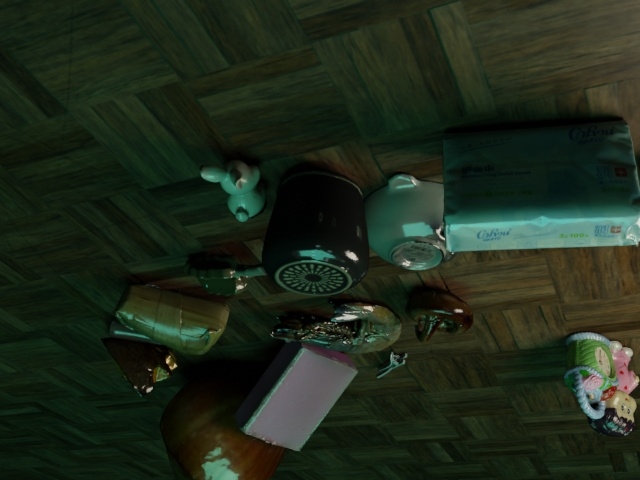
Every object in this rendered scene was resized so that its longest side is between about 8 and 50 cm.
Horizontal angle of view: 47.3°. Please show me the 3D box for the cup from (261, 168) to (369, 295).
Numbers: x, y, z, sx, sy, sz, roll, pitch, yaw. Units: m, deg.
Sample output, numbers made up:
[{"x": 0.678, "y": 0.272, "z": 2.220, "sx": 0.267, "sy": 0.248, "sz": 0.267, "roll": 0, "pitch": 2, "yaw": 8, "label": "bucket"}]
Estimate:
[{"x": 0.000, "y": 0.000, "z": 1.194, "sx": 0.169, "sy": 0.176, "sz": 0.223, "roll": -7, "pitch": 149, "yaw": 13, "label": "cup"}]

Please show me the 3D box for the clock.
[{"x": 0.607, "y": 0.316, "z": 1.583, "sx": 0.194, "sy": 0.195, "sz": 0.100, "roll": 25, "pitch": 145, "yaw": -31, "label": "clock"}]

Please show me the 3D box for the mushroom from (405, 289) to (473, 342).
[{"x": 0.235, "y": 0.152, "z": 1.486, "sx": 0.135, "sy": 0.080, "sz": 0.170, "roll": 26, "pitch": 144, "yaw": -9, "label": "mushroom"}]

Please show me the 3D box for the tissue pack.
[{"x": 0.305, "y": -0.078, "z": 1.033, "sx": 0.263, "sy": 0.177, "sz": 0.089, "roll": -1, "pitch": 147, "yaw": 10, "label": "tissue pack"}]

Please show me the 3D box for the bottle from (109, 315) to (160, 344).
[{"x": -0.409, "y": 0.206, "z": 1.673, "sx": 0.140, "sy": 0.053, "sz": 0.053, "roll": 10, "pitch": 147, "yaw": -8, "label": "bottle"}]

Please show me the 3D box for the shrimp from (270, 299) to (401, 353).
[{"x": 0.047, "y": 0.184, "z": 1.570, "sx": 0.289, "sy": 0.075, "sz": 0.178, "roll": 16, "pitch": 137, "yaw": -15, "label": "shrimp"}]

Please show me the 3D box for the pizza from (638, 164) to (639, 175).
[{"x": 0.575, "y": -0.102, "z": 1.092, "sx": 0.185, "sy": 0.036, "sz": 0.176, "roll": 18, "pitch": 143, "yaw": -16, "label": "pizza"}]

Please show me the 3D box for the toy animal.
[{"x": -0.133, "y": -0.090, "z": 1.171, "sx": 0.071, "sy": 0.085, "sz": 0.124, "roll": 13, "pitch": 145, "yaw": 20, "label": "toy animal"}]

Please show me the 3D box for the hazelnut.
[{"x": -0.230, "y": 0.499, "z": 1.896, "sx": 0.372, "sy": 0.315, "sz": 0.372, "roll": -25, "pitch": 153, "yaw": -14, "label": "hazelnut"}]

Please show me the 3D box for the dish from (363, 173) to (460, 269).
[{"x": 0.174, "y": -0.010, "z": 1.237, "sx": 0.228, "sy": 0.086, "sz": 0.236, "roll": -24, "pitch": 138, "yaw": 36, "label": "dish"}]

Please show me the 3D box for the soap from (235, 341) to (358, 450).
[{"x": -0.057, "y": 0.355, "z": 1.715, "sx": 0.181, "sy": 0.081, "sz": 0.259, "roll": 27, "pitch": 103, "yaw": -31, "label": "soap"}]

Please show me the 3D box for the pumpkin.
[{"x": -0.427, "y": 0.261, "z": 1.726, "sx": 0.149, "sy": 0.130, "sz": 0.254, "roll": 62, "pitch": 161, "yaw": -12, "label": "pumpkin"}]

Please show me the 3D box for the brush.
[{"x": -0.137, "y": 0.059, "z": 1.348, "sx": 0.301, "sy": 0.071, "sz": 0.084, "roll": -5, "pitch": 145, "yaw": 42, "label": "brush"}]

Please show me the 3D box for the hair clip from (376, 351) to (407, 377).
[{"x": 0.163, "y": 0.298, "z": 1.766, "sx": 0.039, "sy": 0.030, "sz": 0.115, "roll": 33, "pitch": 140, "yaw": -6, "label": "hair clip"}]

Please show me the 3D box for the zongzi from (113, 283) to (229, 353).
[{"x": -0.332, "y": 0.184, "z": 1.597, "sx": 0.228, "sy": 0.115, "sz": 0.256, "roll": 16, "pitch": 156, "yaw": -11, "label": "zongzi"}]
